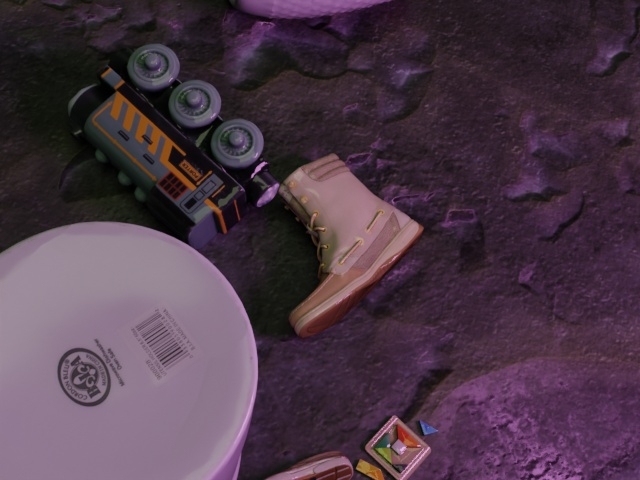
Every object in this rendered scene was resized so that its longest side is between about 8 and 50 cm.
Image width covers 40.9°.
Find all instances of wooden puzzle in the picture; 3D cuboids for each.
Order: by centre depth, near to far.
[{"bbox_3d":[0.107,0.289,1.188,0.079,0.014,0.116,37,64,8],"label":"wooden puzzle"}]

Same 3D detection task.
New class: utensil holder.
[{"bbox_3d":[-0.240,0.196,0.963,0.328,0.385,0.327,4,65,-8],"label":"utensil holder"}]

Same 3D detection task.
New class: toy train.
[{"bbox_3d":[-0.221,-0.143,1.270,0.334,0.142,0.190,42,75,11],"label":"toy train"}]

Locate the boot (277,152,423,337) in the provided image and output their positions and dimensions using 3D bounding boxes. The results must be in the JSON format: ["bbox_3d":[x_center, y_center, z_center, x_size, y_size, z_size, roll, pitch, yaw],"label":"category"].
[{"bbox_3d":[0.000,0.000,1.258,0.203,0.095,0.262,43,64,10],"label":"boot"}]

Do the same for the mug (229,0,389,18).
[{"bbox_3d":[-0.024,-0.528,1.433,0.328,0.276,0.374,-19,39,-10],"label":"mug"}]

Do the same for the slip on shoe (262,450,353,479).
[{"bbox_3d":[-0.025,0.313,1.140,0.135,0.051,0.041,-18,30,-9],"label":"slip on shoe"}]
